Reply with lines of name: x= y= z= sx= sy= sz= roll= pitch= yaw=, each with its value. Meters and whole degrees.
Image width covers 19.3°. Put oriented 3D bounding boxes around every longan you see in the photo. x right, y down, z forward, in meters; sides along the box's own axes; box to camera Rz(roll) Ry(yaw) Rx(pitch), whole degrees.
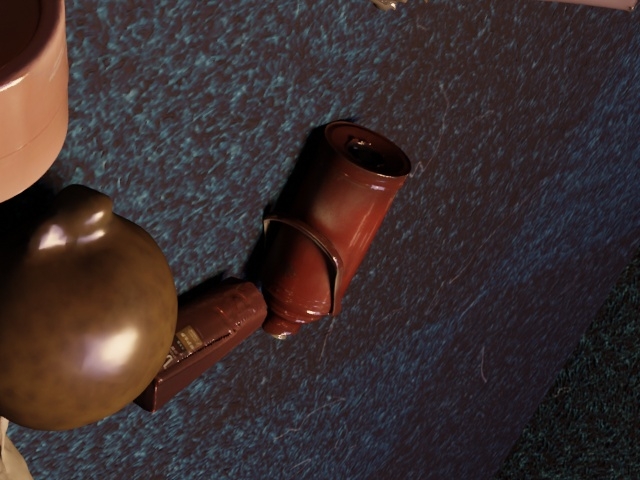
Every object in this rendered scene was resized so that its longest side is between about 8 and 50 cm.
longan: x=-0.195 y=0.049 z=1.435 sx=0.185 sy=0.159 sz=0.204 roll=-16 pitch=131 yaw=-42

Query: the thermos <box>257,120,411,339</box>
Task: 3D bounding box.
thermos: x=0.003 y=0.002 z=1.873 sx=0.124 sy=0.099 sz=0.232 roll=-24 pitch=145 yaw=-55

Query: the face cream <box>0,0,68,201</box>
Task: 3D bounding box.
face cream: x=-0.225 y=-0.104 z=1.117 sx=0.149 sy=0.149 sz=0.104 roll=-40 pitch=156 yaw=-30

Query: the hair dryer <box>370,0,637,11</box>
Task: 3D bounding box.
hair dryer: x=0.083 y=-0.230 z=1.522 sx=0.361 sy=0.301 sz=0.121 roll=-176 pitch=-83 yaw=-85

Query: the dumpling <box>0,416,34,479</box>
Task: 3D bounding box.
dumpling: x=-0.297 y=0.224 z=1.611 sx=0.127 sy=0.108 sz=0.188 roll=-101 pitch=-150 yaw=-86

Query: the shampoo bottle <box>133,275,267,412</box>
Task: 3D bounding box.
shampoo bottle: x=-0.147 y=0.105 z=1.775 sx=0.236 sy=0.068 sz=0.067 roll=-34 pitch=153 yaw=-44

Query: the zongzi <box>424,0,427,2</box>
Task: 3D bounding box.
zongzi: x=0.163 y=-0.292 z=1.440 sx=0.467 sy=0.218 sz=0.500 roll=-51 pitch=176 yaw=28
